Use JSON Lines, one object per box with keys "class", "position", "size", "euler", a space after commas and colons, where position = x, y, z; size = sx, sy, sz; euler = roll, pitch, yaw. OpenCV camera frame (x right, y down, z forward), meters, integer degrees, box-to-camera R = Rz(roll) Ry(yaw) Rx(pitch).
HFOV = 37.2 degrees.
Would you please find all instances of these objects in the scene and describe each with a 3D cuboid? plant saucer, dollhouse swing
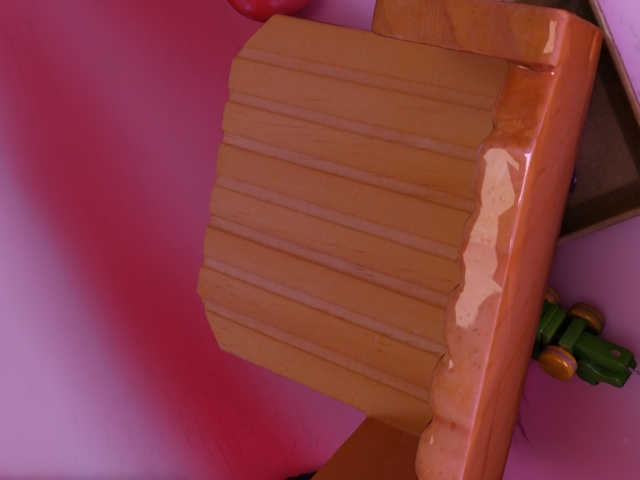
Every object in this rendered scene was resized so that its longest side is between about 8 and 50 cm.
{"class": "plant saucer", "position": [0.156, -0.085, 0.737], "size": [0.188, 0.045, 0.189], "euler": [-24, 82, 32]}
{"class": "dollhouse swing", "position": [0.000, 0.000, 0.657], "size": [0.304, 0.315, 0.347], "euler": [15, 104, 18]}

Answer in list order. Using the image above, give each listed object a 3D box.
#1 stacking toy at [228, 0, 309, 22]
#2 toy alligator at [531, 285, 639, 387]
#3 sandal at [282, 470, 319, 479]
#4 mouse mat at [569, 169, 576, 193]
{"class": "stacking toy", "position": [-0.123, -0.324, 0.851], "size": [0.330, 0.141, 0.141], "euler": [48, 117, 15]}
{"class": "toy alligator", "position": [0.197, 0.086, 0.726], "size": [0.189, 0.056, 0.051], "euler": [28, 151, 27]}
{"class": "sandal", "position": [0.094, 0.287, 0.749], "size": [0.445, 0.167, 0.107], "euler": [1, 117, 36]}
{"class": "mouse mat", "position": [0.093, -0.078, 0.746], "size": [0.152, 0.007, 0.190], "euler": [-38, 73, 30]}
